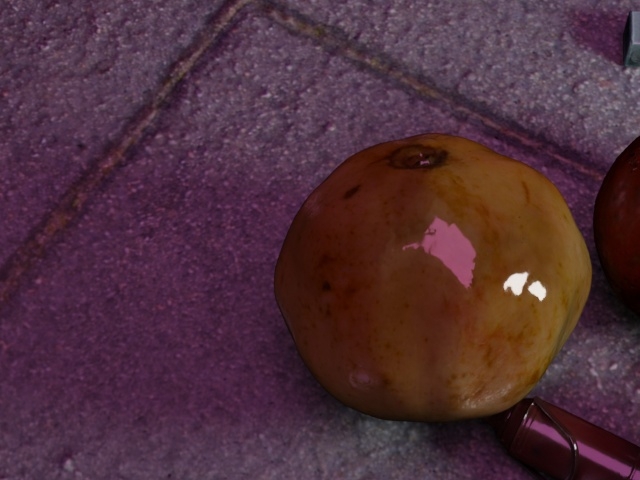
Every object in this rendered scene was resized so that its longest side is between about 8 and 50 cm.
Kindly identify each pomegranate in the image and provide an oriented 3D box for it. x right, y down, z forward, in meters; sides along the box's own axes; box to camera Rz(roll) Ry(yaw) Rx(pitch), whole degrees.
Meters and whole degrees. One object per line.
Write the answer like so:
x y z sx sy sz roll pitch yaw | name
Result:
0.140 0.067 1.653 0.412 0.411 0.411 -1 64 2 | pomegranate

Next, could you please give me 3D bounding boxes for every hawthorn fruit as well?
0.509 -0.026 1.723 0.316 0.316 0.316 -1 64 2 | hawthorn fruit

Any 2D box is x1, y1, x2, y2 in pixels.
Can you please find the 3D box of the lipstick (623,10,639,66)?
0.635 -0.305 1.963 0.317 0.066 0.068 4 63 5 | lipstick

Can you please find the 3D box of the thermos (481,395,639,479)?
0.321 0.271 1.689 0.232 0.099 0.124 26 31 16 | thermos
